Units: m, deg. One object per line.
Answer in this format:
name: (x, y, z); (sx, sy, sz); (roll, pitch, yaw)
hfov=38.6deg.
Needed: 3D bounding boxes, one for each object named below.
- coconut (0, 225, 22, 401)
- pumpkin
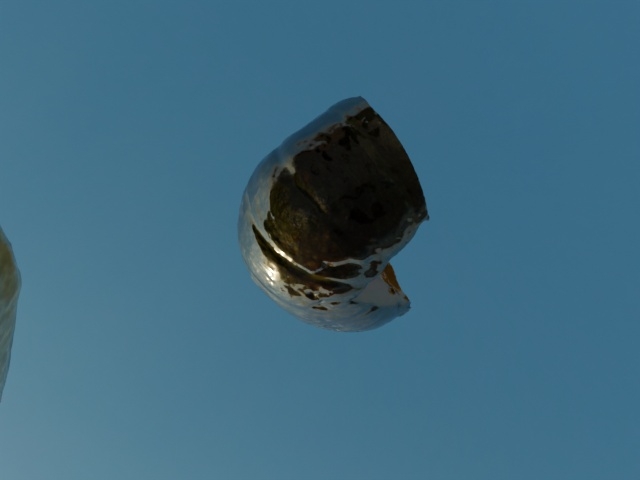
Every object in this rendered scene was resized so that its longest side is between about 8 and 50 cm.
coconut: (-0.334, 0.041, 0.471); (0.346, 0.360, 0.346); (11, -50, 13)
pumpkin: (0.000, 0.000, 0.624); (0.107, 0.183, 0.119); (-31, -122, -18)
